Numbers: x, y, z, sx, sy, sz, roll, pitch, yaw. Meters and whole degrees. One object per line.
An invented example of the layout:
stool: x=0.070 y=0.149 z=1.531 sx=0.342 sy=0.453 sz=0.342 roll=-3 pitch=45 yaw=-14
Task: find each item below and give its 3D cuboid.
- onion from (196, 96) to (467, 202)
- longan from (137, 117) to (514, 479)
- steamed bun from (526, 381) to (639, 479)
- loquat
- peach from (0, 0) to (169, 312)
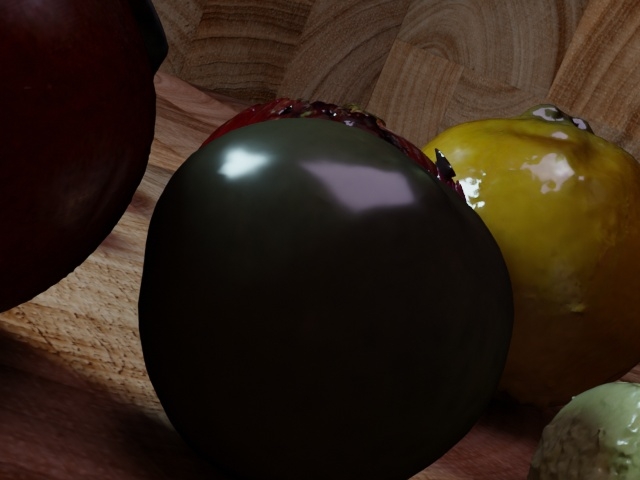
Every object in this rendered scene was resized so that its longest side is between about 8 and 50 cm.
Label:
onion: x=0.000 y=0.000 z=1.099 sx=0.276 sy=0.276 sz=0.276 roll=22 pitch=9 yaw=-4
longan: x=0.004 y=0.044 z=0.806 sx=0.258 sy=0.258 sz=0.258 roll=22 pitch=9 yaw=-4
steamed bun: x=0.263 y=0.205 z=0.781 sx=0.232 sy=0.166 sz=0.273 roll=33 pitch=-14 yaw=-18
loquat: x=0.213 y=0.018 z=1.301 sx=0.328 sy=0.329 sz=0.328 roll=22 pitch=9 yaw=-4
peach: x=-0.298 y=-0.104 z=0.750 sx=0.416 sy=0.339 sz=0.353 roll=17 pitch=40 yaw=-43
